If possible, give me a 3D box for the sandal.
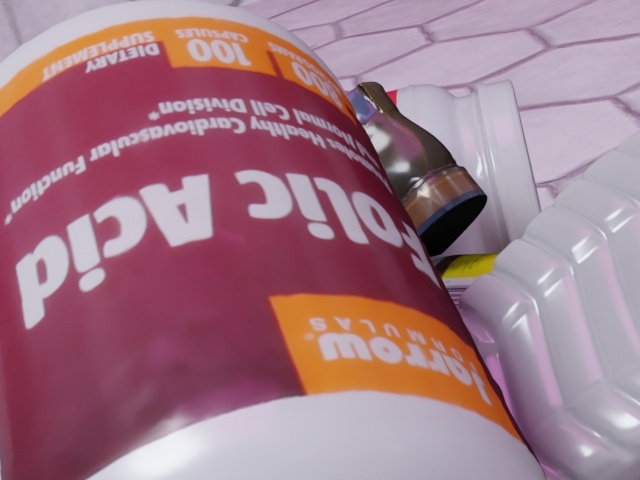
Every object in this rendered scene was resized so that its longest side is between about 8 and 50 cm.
[{"bbox_3d":[0.148,0.065,0.656,0.416,0.102,0.169,-39,44,10],"label":"sandal"}]

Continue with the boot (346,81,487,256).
[{"bbox_3d":[0.000,0.000,0.848,0.219,0.106,0.082,-42,-19,25],"label":"boot"}]

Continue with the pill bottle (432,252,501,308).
[{"bbox_3d":[0.163,0.063,0.777,0.215,0.117,0.117,-2,23,33],"label":"pill bottle"}]

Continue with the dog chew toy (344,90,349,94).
[{"bbox_3d":[-0.083,-0.056,1.200,0.332,0.206,0.206,-11,18,-9],"label":"dog chew toy"}]

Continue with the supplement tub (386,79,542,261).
[{"bbox_3d":[0.024,-0.006,0.967,0.272,0.191,0.191,-13,19,10],"label":"supplement tub"}]

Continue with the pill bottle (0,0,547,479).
[{"bbox_3d":[-0.037,0.086,0.552,0.224,0.224,0.392,-18,43,-5],"label":"pill bottle"}]
